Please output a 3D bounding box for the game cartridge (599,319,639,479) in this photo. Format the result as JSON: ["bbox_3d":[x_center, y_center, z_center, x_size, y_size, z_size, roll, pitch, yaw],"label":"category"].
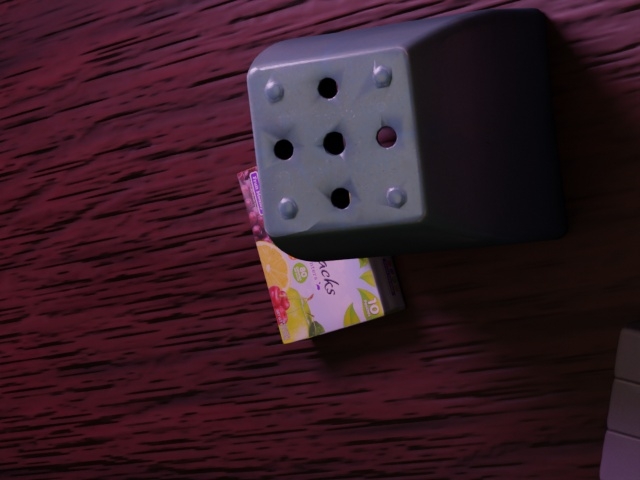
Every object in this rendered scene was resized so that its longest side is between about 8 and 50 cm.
[{"bbox_3d":[0.342,0.199,0.973,0.355,0.068,0.230,13,99,33],"label":"game cartridge"}]

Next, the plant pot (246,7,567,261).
[{"bbox_3d":[0.048,-0.067,1.014,0.166,0.234,0.165,-6,92,22],"label":"plant pot"}]

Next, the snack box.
[{"bbox_3d":[0.000,0.000,1.194,0.100,0.037,0.141,-19,85,33],"label":"snack box"}]
